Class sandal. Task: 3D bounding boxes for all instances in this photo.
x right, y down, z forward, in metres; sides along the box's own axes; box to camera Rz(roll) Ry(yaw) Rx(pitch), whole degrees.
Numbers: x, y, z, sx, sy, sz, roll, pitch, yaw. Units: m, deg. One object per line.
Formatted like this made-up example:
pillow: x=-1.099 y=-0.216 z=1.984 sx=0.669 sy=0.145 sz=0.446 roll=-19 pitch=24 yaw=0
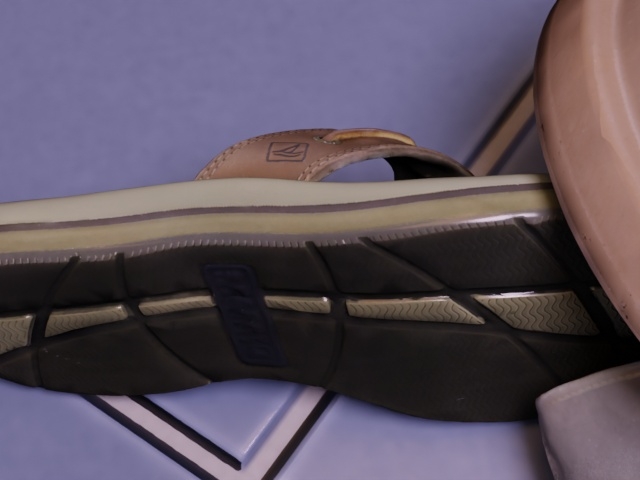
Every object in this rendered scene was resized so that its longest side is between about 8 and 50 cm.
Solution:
sandal: x=-0.001 y=-0.001 z=0.541 sx=0.303 sy=0.120 sz=0.086 roll=2 pitch=51 yaw=5

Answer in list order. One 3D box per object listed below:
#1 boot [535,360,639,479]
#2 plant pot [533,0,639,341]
boot: x=0.182 y=0.128 z=0.486 sx=0.190 sy=0.076 sz=0.208 roll=-8 pitch=63 yaw=-1
plant pot: x=0.197 y=-0.033 z=0.483 sx=0.237 sy=0.110 sz=0.237 roll=19 pitch=49 yaw=-23
